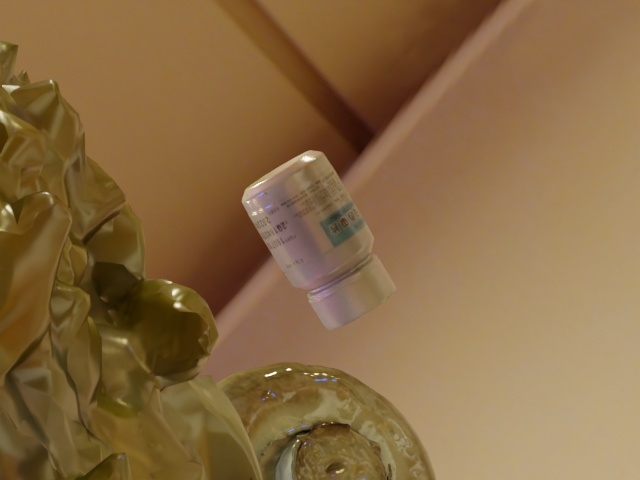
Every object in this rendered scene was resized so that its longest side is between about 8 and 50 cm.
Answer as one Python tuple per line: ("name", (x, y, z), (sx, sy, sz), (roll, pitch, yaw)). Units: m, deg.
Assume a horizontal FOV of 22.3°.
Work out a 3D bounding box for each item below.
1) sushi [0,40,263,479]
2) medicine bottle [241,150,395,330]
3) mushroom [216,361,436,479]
("sushi", (-0.185, 0.110, 0.414), (0.351, 0.240, 0.396), (-9, -93, -3))
("medicine bottle", (0.000, 0.000, 0.872), (0.052, 0.052, 0.089), (-33, -83, -19))
("mushroom", (-0.025, 0.300, 1.841), (0.352, 0.352, 0.260), (-13, -22, -35))
